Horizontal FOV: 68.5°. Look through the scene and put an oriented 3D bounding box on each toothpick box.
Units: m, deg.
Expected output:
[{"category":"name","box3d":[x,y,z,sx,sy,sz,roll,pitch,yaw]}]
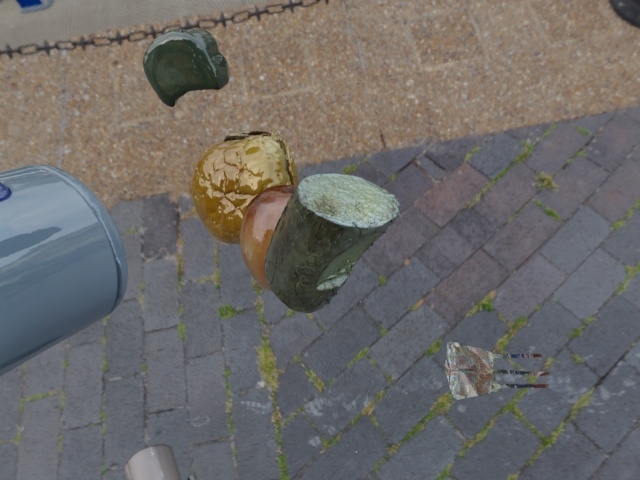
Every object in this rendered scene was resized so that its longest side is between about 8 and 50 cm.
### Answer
[{"category":"toothpick box","box3d":[-0.433,0.053,0.529,0.263,0.263,0.355,27,32,15]}]

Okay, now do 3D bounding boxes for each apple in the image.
[{"category":"apple","box3d":[-0.050,-0.003,1.011,0.254,0.253,0.253,-2,66,4]}]

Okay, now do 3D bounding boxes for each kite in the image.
[{"category":"kite","box3d":[0.357,0.268,0.982,0.229,0.016,0.127,-19,76,44]}]

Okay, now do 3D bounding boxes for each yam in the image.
[{"category":"yam","box3d":[0.000,0.000,0.739,0.154,0.254,0.154,14,50,-18]}]

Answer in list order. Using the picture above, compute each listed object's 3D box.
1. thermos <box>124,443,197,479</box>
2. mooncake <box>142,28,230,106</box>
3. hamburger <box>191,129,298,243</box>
[{"category":"thermos","box3d":[-0.320,0.538,0.986,0.137,0.105,0.193,2,31,-38]},{"category":"mooncake","box3d":[-0.280,-0.364,1.001,0.175,0.168,0.104,19,31,6]},{"category":"hamburger","box3d":[-0.197,-0.135,1.203,0.319,0.158,0.318,6,104,27]}]
